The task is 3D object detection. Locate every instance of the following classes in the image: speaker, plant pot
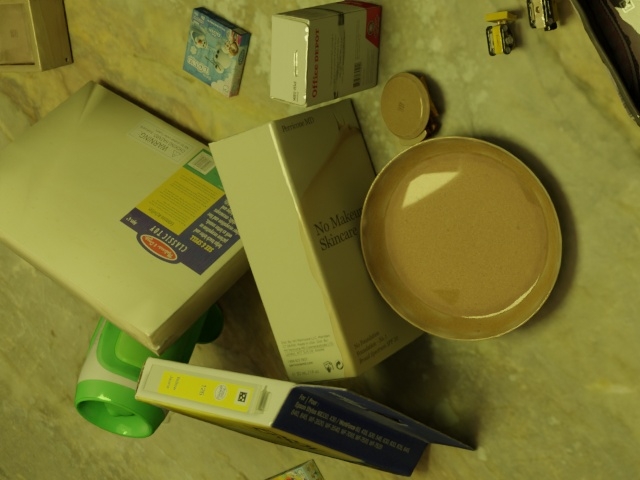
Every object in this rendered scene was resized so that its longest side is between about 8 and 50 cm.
[{"bbox_3d":[-0.222,0.107,1.369,0.131,0.296,0.131,13,147,9],"label":"speaker"},{"bbox_3d":[0.159,-0.003,1.160,0.236,0.032,0.236,7,107,24],"label":"plant pot"}]

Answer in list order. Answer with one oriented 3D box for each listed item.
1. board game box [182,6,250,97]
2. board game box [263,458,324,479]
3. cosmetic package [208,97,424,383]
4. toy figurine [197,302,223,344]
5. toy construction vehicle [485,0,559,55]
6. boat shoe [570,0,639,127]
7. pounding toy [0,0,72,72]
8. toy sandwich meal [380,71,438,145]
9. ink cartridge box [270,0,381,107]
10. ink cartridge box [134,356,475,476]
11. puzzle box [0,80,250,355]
[{"bbox_3d":[-0.139,-0.248,1.350,0.090,0.020,0.090,33,126,26],"label":"board game box"},{"bbox_3d":[-0.041,0.394,1.513,0.154,0.026,0.103,-34,84,42],"label":"board game box"},{"bbox_3d":[0.000,0.000,1.239,0.113,0.160,0.309,-12,100,41],"label":"cosmetic package"},{"bbox_3d":[-0.245,0.105,1.539,0.173,0.130,0.159,41,147,-11],"label":"toy figurine"},{"bbox_3d":[0.208,-0.245,1.057,0.086,0.035,0.098,1,105,51],"label":"toy construction vehicle"},{"bbox_3d":[0.311,-0.167,0.953,0.112,0.095,0.335,-34,84,42],"label":"boat shoe"},{"bbox_3d":[-0.452,-0.327,1.546,0.141,0.100,0.130,4,110,28],"label":"pounding toy"},{"bbox_3d":[0.104,-0.153,1.181,0.085,0.029,0.085,16,111,46],"label":"toy sandwich meal"},{"bbox_3d":[0.006,-0.215,1.164,0.056,0.135,0.099,20,118,34],"label":"ink cartridge box"},{"bbox_3d":[-0.016,0.226,1.261,0.307,0.303,0.072,6,73,40],"label":"ink cartridge box"},{"bbox_3d":[-0.268,-0.045,1.374,0.409,0.272,0.052,31,151,28],"label":"puzzle box"}]
